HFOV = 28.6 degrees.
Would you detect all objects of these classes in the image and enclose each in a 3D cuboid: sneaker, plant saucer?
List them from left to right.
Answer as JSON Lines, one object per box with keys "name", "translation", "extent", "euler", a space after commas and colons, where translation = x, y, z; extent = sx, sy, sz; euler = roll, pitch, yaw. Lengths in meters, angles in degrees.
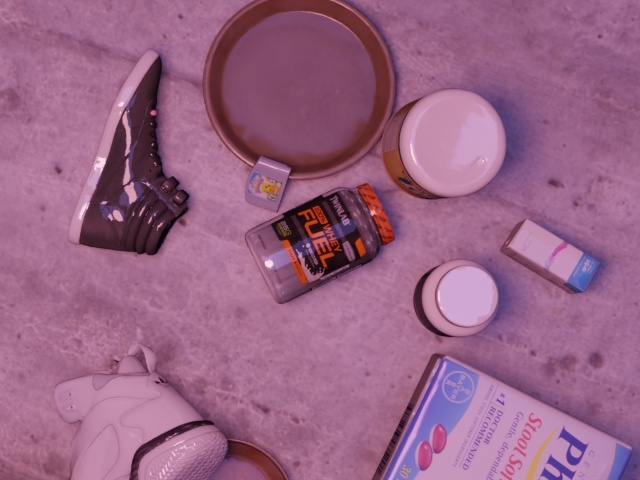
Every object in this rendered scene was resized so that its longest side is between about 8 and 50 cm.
{"name": "sneaker", "translation": [-0.305, 0.314, 1.718], "extent": [0.366, 0.137, 0.210], "euler": [-44, 65, 15]}
{"name": "sneaker", "translation": [-0.239, -0.113, 1.770], "extent": [0.147, 0.104, 0.295], "euler": [19, 91, -2]}
{"name": "plant saucer", "translation": [-0.135, 0.377, 1.765], "extent": [0.199, 0.036, 0.198], "euler": [0, 86, -1]}
{"name": "plant saucer", "translation": [-0.031, -0.222, 1.812], "extent": [0.278, 0.041, 0.277], "euler": [0, 85, -2]}

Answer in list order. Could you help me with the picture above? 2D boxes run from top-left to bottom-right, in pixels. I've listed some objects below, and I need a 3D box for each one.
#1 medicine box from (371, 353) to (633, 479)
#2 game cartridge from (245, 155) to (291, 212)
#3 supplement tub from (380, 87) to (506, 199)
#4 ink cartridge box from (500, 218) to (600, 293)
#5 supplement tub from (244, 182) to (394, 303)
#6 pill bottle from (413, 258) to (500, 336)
{"name": "medicine box", "translation": [0.233, 0.333, 1.723], "extent": [0.289, 0.149, 0.263], "euler": [26, 85, 1]}
{"name": "game cartridge", "translation": [-0.077, -0.079, 1.785], "extent": [0.056, 0.083, 0.017], "euler": [22, 41, 3]}
{"name": "supplement tub", "translation": [0.163, -0.129, 1.723], "extent": [0.144, 0.200, 0.144], "euler": [0, 90, -8]}
{"name": "ink cartridge box", "translation": [0.324, 0.023, 1.779], "extent": [0.122, 0.088, 0.052], "euler": [30, 86, 1]}
{"name": "supplement tub", "translation": [0.000, 0.000, 1.757], "extent": [0.190, 0.117, 0.117], "euler": [-27, 87, -4]}
{"name": "pill bottle", "translation": [0.189, 0.080, 1.725], "extent": [0.108, 0.180, 0.107], "euler": [0, 86, -1]}
